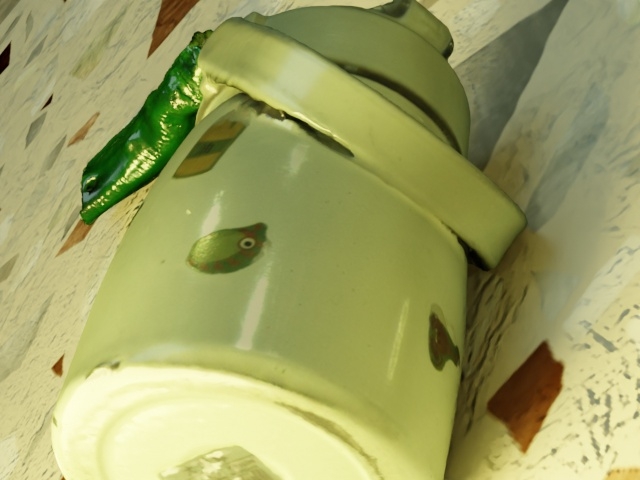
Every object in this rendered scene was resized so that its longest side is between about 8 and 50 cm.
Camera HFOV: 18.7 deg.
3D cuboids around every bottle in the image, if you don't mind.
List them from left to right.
[{"bbox_3d":[0.000,0.000,1.114,0.229,0.229,0.351,-34,28,43],"label":"bottle"}]

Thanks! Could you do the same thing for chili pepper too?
[{"bbox_3d":[-0.146,-0.094,1.707,0.224,0.061,0.098,-49,12,27],"label":"chili pepper"}]
